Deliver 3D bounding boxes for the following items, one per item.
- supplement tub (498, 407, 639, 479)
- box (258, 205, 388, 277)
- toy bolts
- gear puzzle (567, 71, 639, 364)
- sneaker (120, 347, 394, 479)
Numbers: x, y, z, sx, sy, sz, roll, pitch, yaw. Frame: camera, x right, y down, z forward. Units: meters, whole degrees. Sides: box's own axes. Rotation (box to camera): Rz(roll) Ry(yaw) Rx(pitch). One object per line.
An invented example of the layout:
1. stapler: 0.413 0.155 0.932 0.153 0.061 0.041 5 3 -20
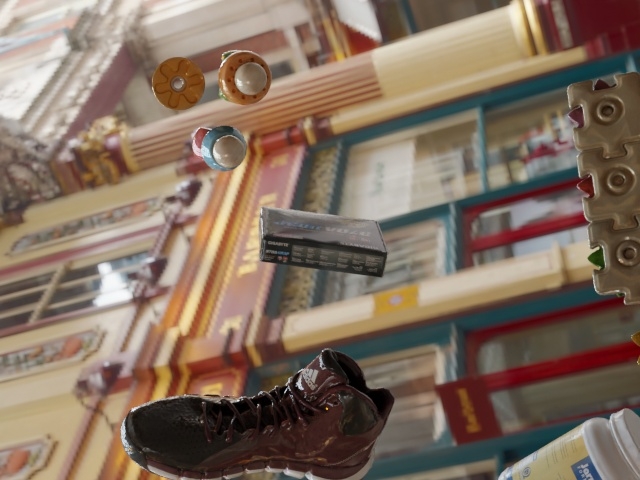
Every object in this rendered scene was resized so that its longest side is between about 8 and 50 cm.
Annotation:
1. supplement tub: 0.348 0.322 1.413 0.144 0.199 0.144 43 -157 -24
2. box: 0.000 0.000 1.912 0.175 0.220 0.051 -99 18 -70
3. toy bolts: -0.201 -0.242 2.028 0.158 0.218 0.229 -146 56 -71
4. gear puzzle: 0.361 -0.019 1.116 0.044 0.175 0.339 35 -132 -64
5. sneaker: -0.053 0.165 1.106 0.106 0.281 0.162 -108 34 -44
